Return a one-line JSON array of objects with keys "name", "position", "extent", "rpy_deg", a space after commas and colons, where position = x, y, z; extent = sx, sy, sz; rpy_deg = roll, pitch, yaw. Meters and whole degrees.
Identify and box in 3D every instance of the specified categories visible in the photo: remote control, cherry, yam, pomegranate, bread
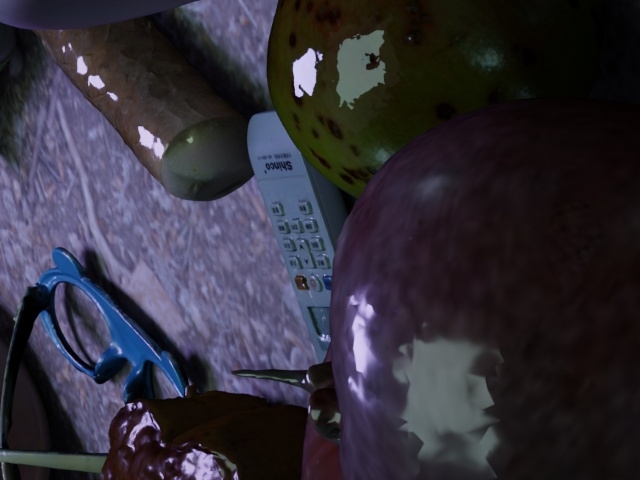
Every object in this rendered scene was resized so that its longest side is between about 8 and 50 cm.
[{"name": "remote control", "position": [0.000, 0.000, 1.072], "extent": [0.061, 0.029, 0.162], "rpy_deg": [0, 111, 59]}, {"name": "cherry", "position": [0.118, 0.069, 0.719], "extent": [0.307, 0.221, 0.261], "rpy_deg": [14, 135, 6]}, {"name": "yam", "position": [-0.158, -0.153, 1.186], "extent": [0.356, 0.081, 0.081], "rpy_deg": [49, 142, 32]}, {"name": "pomegranate", "position": [0.067, -0.073, 0.833], "extent": [0.205, 0.159, 0.159], "rpy_deg": [47, 150, -11]}, {"name": "bread", "position": [-0.059, 0.202, 1.166], "extent": [0.247, 0.135, 0.232], "rpy_deg": [-31, 80, 58]}]

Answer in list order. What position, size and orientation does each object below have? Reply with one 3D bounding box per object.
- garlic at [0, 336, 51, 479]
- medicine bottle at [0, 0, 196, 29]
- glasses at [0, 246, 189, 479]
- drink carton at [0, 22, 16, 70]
[{"name": "garlic", "position": [-0.373, 0.180, 1.522], "extent": [0.340, 0.246, 0.231], "rpy_deg": [25, 140, -1]}, {"name": "medicine bottle", "position": [-0.099, -0.286, 0.854], "extent": [0.256, 0.256, 0.325], "rpy_deg": [-25, 86, 58]}, {"name": "glasses", "position": [-0.197, 0.137, 1.341], "extent": [0.239, 0.207, 0.102], "rpy_deg": [44, 176, 39]}, {"name": "drink carton", "position": [-0.307, -0.136, 1.383], "extent": [0.142, 0.144, 0.146], "rpy_deg": [-43, 70, 46]}]
